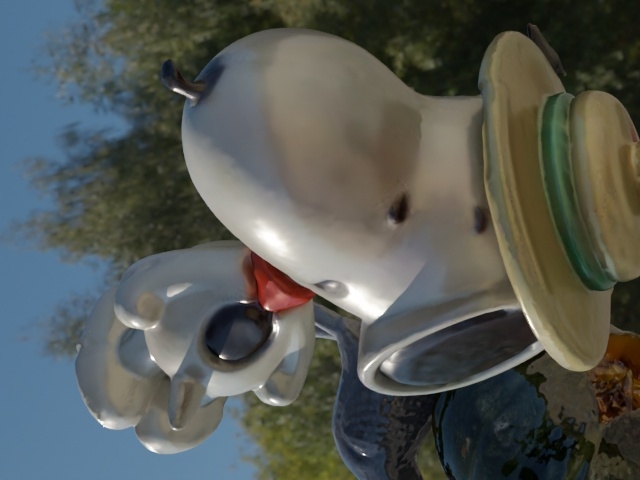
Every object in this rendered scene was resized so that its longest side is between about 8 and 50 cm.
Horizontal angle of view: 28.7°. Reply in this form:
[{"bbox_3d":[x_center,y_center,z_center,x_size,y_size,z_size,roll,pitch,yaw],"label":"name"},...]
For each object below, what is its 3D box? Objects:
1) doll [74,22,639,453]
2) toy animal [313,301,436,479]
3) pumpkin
[{"bbox_3d":[0.013,0.012,0.551,0.271,0.208,0.144,118,168,-50],"label":"doll"},{"bbox_3d":[0.048,0.088,0.988,0.081,0.206,0.367,6,-82,-68],"label":"toy animal"},{"bbox_3d":[0.194,0.154,0.903,0.238,0.238,0.159,-65,-1,-67],"label":"pumpkin"}]
